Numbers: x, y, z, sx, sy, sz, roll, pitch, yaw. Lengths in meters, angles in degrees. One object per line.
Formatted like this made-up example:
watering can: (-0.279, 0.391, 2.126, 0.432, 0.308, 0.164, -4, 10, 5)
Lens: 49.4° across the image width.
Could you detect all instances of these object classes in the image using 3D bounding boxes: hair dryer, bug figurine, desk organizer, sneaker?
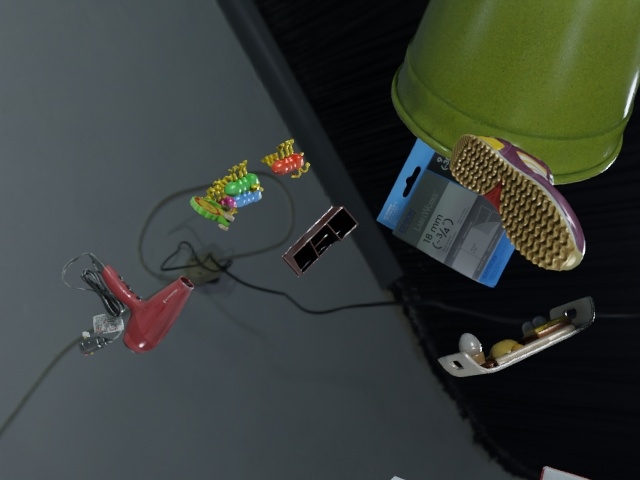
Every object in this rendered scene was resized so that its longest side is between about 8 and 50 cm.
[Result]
hair dryer: (-0.405, 0.129, 1.459, 0.080, 0.294, 0.223, -44, 126, -77)
bug figurine: (-0.160, -0.120, 1.561, 0.216, 0.279, 0.072, -27, 87, -40)
desk organizer: (0.000, 0.000, 1.180, 0.130, 0.050, 0.047, -45, 103, -16)
sneaker: (0.212, -0.046, 0.693, 0.084, 0.069, 0.185, -4, 46, -32)

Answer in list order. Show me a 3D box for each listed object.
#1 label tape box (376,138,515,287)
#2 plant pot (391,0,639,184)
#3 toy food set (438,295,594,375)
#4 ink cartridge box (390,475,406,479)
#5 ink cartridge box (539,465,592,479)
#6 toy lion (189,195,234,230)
label tape box: (0.270, -0.085, 1.479, 0.106, 0.334, 0.240, 16, 103, -55)
plant pot: (0.315, -0.331, 0.976, 0.366, 0.367, 0.353, -43, 155, -39)
toy food set: (0.421, 0.206, 1.516, 0.306, 0.219, 0.092, -23, 79, -9)
ink cartridge box: (0.197, 0.666, 1.626, 0.224, 0.223, 0.045, -31, 114, -39)
ink cartridge box: (0.509, 0.563, 1.320, 0.273, 0.114, 0.197, 31, 71, -41)
toy lion: (-0.231, -0.066, 1.468, 0.096, 0.100, 0.034, 30, 103, -20)
